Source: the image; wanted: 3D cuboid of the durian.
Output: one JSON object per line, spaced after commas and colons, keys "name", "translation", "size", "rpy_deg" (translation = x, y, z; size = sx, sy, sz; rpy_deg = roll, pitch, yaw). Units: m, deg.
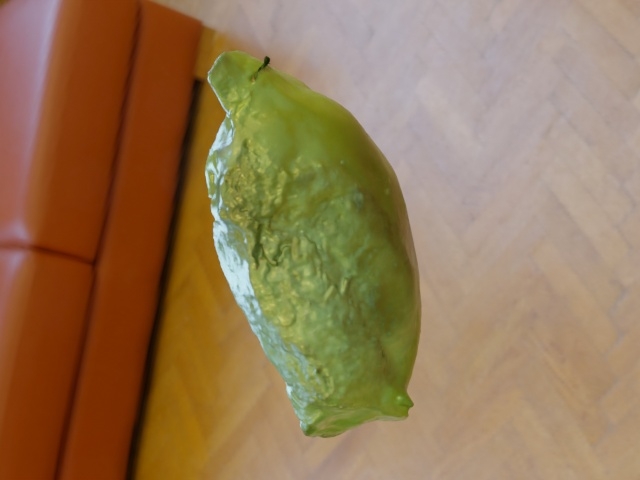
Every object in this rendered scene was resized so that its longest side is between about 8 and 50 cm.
{"name": "durian", "translation": [0.000, 0.000, 0.742], "size": [0.101, 0.139, 0.250], "rpy_deg": [-9, 101, 19]}
